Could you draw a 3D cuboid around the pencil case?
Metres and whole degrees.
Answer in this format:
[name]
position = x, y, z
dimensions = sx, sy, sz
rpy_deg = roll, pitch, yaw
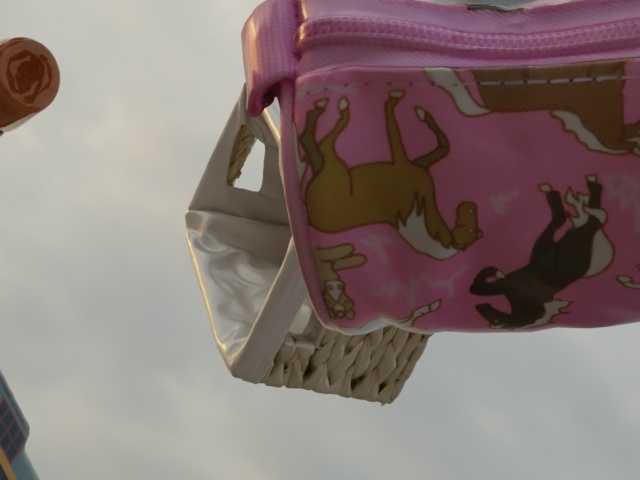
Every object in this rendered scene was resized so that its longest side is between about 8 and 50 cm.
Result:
[pencil case]
position = 0.169, -0.047, 0.708
dimensions = 0.386, 0.160, 0.167
rpy_deg = -4, -69, 15

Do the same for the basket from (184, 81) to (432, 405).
[basket]
position = 0.000, 0.000, 1.050
dimensions = 0.103, 0.167, 0.113
rpy_deg = 16, -64, -24

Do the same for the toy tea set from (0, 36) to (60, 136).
[toy tea set]
position = -0.300, -0.241, 1.458
dimensions = 0.124, 0.200, 0.336
rpy_deg = -9, -98, 55

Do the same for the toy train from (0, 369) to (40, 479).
[toy train]
position = -0.239, 0.217, 1.237
dimensions = 0.142, 0.190, 0.334
rpy_deg = -10, -62, 27
